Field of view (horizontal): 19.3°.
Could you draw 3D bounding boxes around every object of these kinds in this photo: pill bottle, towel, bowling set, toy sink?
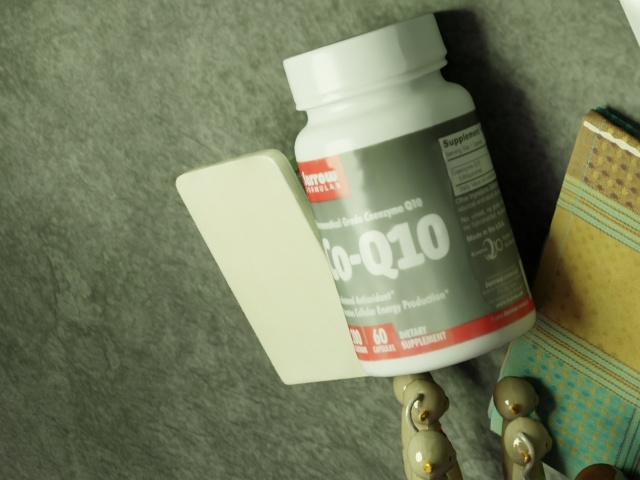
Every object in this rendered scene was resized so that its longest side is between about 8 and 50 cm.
[{"bbox_3d":[0.071,-0.040,1.615,0.161,0.161,0.283,-11,99,48],"label":"pill bottle"},{"bbox_3d":[0.291,0.094,1.600,0.271,0.040,0.370,34,135,25],"label":"towel"},{"bbox_3d":[0.164,0.182,1.658,0.287,0.200,0.154,-108,7,-72],"label":"bowling set"},{"bbox_3d":[0.000,0.000,1.756,0.153,0.131,0.234,-12,112,49],"label":"toy sink"}]

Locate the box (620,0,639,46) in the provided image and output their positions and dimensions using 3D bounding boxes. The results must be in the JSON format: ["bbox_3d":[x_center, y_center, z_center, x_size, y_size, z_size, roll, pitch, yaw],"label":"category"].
[{"bbox_3d":[0.298,-0.163,1.340,0.091,0.130,0.170,-13,106,50],"label":"box"}]
